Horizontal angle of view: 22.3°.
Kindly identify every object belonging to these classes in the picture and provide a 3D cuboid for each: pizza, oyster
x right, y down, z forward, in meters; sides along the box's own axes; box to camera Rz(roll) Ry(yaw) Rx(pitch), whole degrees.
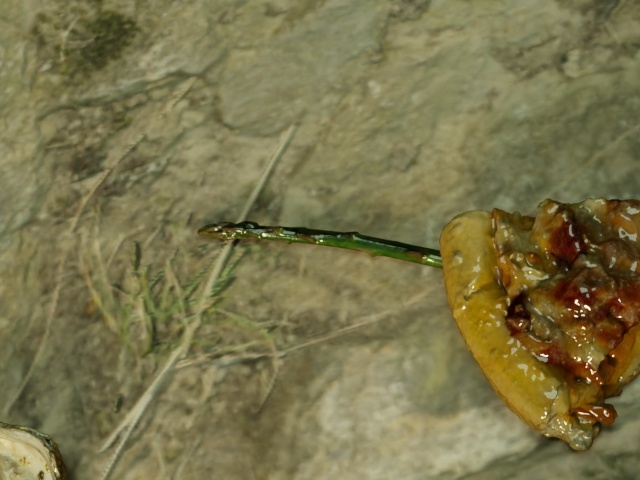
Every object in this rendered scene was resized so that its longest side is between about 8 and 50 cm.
[{"bbox_3d":[0.171,0.021,0.907,0.194,0.069,0.154,-22,54,-2],"label":"pizza"},{"bbox_3d":[-0.168,0.133,0.926,0.051,0.034,0.093,-29,66,11],"label":"oyster"}]

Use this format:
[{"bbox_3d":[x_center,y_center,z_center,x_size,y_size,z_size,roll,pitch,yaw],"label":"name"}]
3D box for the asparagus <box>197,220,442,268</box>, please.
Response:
[{"bbox_3d":[0.000,0.000,0.990,0.163,0.016,0.016,8,77,15],"label":"asparagus"}]
